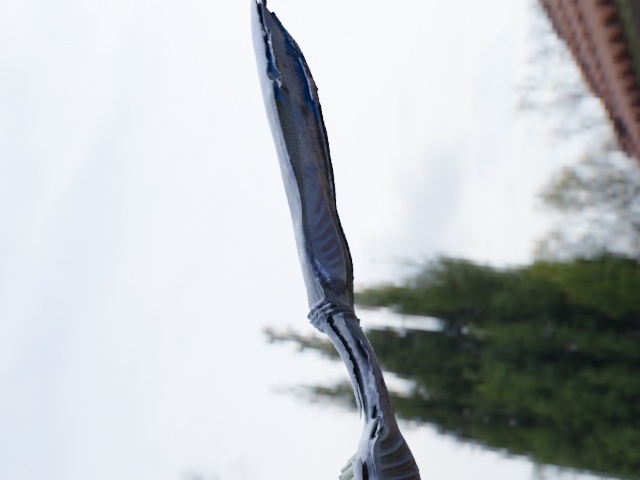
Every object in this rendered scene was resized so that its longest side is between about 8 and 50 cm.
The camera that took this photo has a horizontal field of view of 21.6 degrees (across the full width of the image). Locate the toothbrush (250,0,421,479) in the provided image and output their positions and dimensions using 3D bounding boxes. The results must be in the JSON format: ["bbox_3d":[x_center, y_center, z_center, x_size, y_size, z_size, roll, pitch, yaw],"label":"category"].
[{"bbox_3d":[0.000,0.000,0.893,0.035,0.042,0.413,20,-141,-31],"label":"toothbrush"}]
